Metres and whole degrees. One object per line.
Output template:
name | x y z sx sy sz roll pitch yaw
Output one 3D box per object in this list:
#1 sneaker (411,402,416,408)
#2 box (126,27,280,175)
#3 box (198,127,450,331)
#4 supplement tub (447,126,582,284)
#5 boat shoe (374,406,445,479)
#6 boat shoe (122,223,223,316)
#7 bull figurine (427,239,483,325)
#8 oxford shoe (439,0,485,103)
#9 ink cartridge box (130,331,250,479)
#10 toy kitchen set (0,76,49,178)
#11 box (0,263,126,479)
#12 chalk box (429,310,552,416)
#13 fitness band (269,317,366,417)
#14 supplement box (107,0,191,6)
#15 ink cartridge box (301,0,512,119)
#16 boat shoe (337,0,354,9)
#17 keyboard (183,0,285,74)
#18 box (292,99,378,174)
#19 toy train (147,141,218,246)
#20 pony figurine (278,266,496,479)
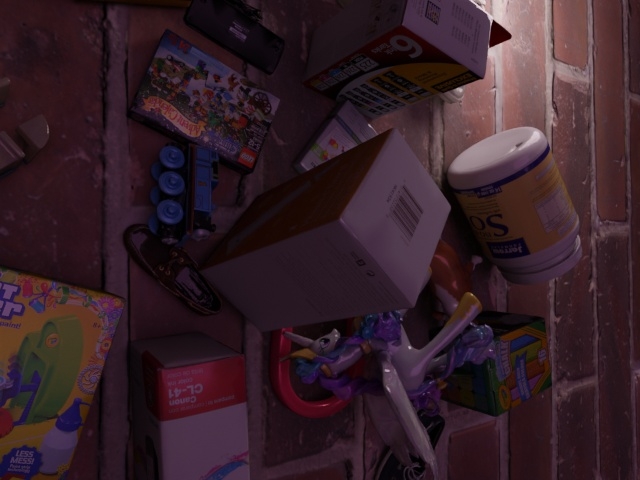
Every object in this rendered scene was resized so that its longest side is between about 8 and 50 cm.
sneaker | 0.183 0.325 1.071 0.089 0.051 0.170 -19 104 -31
box | -0.201 -0.240 0.840 0.233 0.044 0.159 25 76 -30
box | 0.000 0.000 0.760 0.168 0.345 0.215 49 48 -21
supplement tub | 0.485 -0.082 1.160 0.241 0.241 0.332 -40 109 -27
boat shoe | 0.203 0.501 1.050 0.095 0.079 0.255 37 79 -35
boat shoe | -0.242 0.049 0.792 0.207 0.073 0.073 47 69 -21
bull figurine | 0.286 0.061 1.087 0.310 0.101 0.188 55 45 -19
oxford shoe | 0.335 -0.565 1.133 0.169 0.130 0.450 5 87 -47
ink cartridge box | -0.206 0.313 0.718 0.131 0.226 0.307 0 88 -32
toy kitchen set | -0.508 -0.139 0.623 0.166 0.122 0.207 54 43 -19
box | -0.452 0.165 0.595 0.289 0.177 0.280 21 77 -30
chalk box | 0.388 0.294 1.126 0.288 0.180 0.179 -11 94 -31
fitness band | -0.002 0.209 0.957 0.208 0.054 0.291 8 84 -29
supplement box | -0.277 -0.471 0.701 0.191 0.194 0.129 -13 89 -32
ink cartridge box | 0.163 -0.354 0.919 0.271 0.309 0.130 16 81 -31
boat shoe | 0.126 -0.525 1.019 0.324 0.116 0.097 47 61 -27
keyboard | -0.155 -0.406 0.890 0.192 0.038 0.100 24 99 -31
box | 0.046 -0.181 0.997 0.145 0.038 0.186 44 71 -25
toy train | -0.225 -0.078 0.783 0.105 0.080 0.184 8 66 -31
pony figurine | 0.149 0.235 0.875 0.363 0.303 0.351 -32 75 -15
